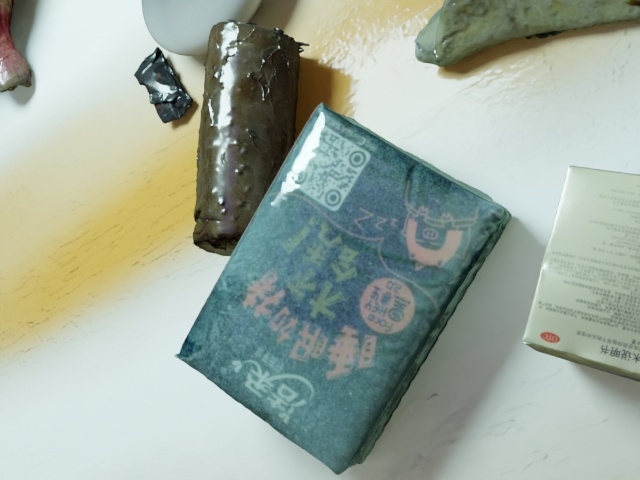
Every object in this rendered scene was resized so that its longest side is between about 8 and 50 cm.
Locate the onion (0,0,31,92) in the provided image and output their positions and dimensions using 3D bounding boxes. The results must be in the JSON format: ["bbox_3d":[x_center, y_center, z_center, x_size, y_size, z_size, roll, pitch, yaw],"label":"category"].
[{"bbox_3d":[-0.620,-0.379,1.337,0.385,0.348,0.348,46,109,-3],"label":"onion"}]

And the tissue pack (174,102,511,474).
[{"bbox_3d":[0.018,0.047,0.849,0.228,0.103,0.316,33,98,20],"label":"tissue pack"}]

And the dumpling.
[{"bbox_3d":[0.237,-0.284,0.816,0.332,0.086,0.166,-7,78,30],"label":"dumpling"}]

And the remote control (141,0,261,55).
[{"bbox_3d":[-0.159,-0.404,1.108,0.221,0.103,0.332,-18,69,31],"label":"remote control"}]

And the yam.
[{"bbox_3d":[-0.087,-0.121,0.980,0.131,0.131,0.280,-3,78,35],"label":"yam"}]

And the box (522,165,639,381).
[{"bbox_3d":[0.299,0.040,0.685,0.212,0.095,0.168,14,86,37],"label":"box"}]

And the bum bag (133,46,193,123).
[{"bbox_3d":[-0.220,-0.215,1.149,0.058,0.034,0.124,-37,60,12],"label":"bum bag"}]
